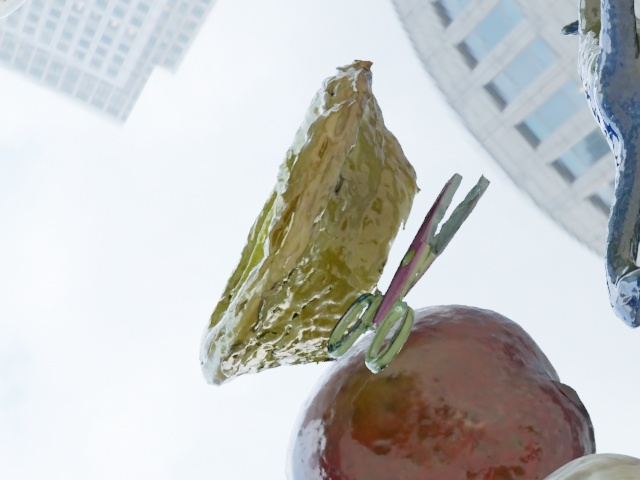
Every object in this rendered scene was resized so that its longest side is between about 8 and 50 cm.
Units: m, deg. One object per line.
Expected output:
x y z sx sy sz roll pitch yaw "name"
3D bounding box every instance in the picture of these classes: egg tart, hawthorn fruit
0.000 0.000 1.234 0.132 0.345 0.345 25 -119 -3 "egg tart"
0.129 0.293 1.543 0.403 0.403 0.403 8 -114 -20 "hawthorn fruit"

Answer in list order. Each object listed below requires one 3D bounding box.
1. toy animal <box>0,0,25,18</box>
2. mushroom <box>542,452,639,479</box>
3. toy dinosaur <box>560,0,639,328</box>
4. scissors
-0.391 -0.321 1.423 0.179 0.138 0.166 28 -153 12 "toy animal"
0.273 0.298 1.070 0.234 0.260 0.254 -6 -93 3 "mushroom"
0.161 -0.061 0.709 0.075 0.247 0.188 8 -85 -1 "toy dinosaur"
0.074 0.023 1.063 0.020 0.133 0.187 37 -98 -18 "scissors"
